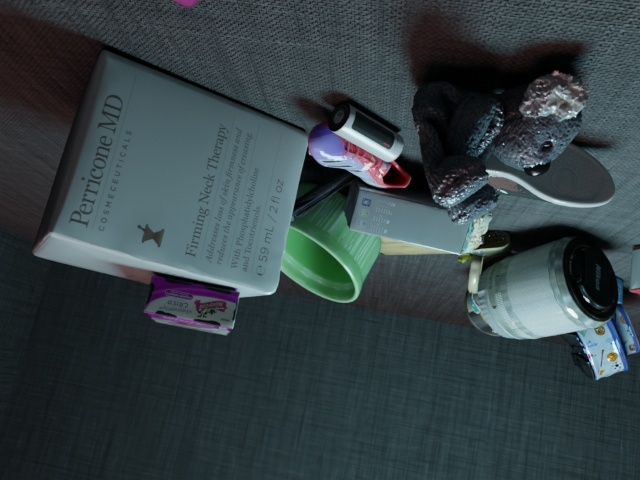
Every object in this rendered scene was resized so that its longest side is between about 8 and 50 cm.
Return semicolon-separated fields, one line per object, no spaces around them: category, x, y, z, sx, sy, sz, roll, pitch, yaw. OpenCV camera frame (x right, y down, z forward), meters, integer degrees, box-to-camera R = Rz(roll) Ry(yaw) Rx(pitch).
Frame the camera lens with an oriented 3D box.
camera lens;0.556;0.122;1.433;0.219;0.219;0.274;19;154;-27

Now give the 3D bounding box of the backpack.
backpack;0.833;0.288;1.773;0.213;0.276;0.263;-28;-173;20

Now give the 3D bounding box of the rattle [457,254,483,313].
rattle;0.391;0.105;1.645;0.143;0.130;0.199;0;129;3

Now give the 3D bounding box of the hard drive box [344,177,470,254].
hard drive box;0.175;-0.058;1.227;0.232;0.089;0.181;12;-166;-4

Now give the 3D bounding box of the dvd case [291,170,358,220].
dvd case;-0.016;-0.091;1.224;0.164;0.221;0.018;-13;109;60

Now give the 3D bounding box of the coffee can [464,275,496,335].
coffee can;0.563;0.171;1.736;0.202;0.201;0.275;11;166;1

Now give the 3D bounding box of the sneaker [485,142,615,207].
sneaker;0.340;-0.112;1.015;0.296;0.104;0.147;15;169;9

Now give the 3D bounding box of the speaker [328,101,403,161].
speaker;0.080;-0.185;1.012;0.136;0.055;0.055;23;162;-36

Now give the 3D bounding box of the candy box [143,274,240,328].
candy box;-0.244;0.131;1.126;0.159;0.071;0.233;12;167;-8

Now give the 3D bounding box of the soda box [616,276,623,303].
soda box;0.761;0.118;1.633;0.210;0.071;0.067;21;163;-35

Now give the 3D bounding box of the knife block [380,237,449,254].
knife block;0.195;-0.012;1.543;0.276;0.088;0.242;11;167;1

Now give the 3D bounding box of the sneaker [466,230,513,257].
sneaker;0.406;0.017;1.528;0.192;0.064;0.086;-2;156;33

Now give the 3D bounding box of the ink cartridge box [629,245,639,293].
ink cartridge box;0.880;0.085;1.316;0.273;0.114;0.197;16;164;-16

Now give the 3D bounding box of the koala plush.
koala plush;0.256;-0.156;0.821;0.221;0.203;0.196;-17;166;19

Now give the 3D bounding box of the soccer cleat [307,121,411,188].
soccer cleat;0.074;-0.152;1.077;0.095;0.083;0.248;18;178;39

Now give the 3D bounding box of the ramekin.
ramekin;0.000;0.000;1.430;0.303;0.148;0.303;30;155;15

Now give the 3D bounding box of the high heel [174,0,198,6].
high heel;-0.110;-0.318;0.591;0.117;0.082;0.244;21;154;3

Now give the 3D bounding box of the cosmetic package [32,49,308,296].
cosmetic package;-0.292;-0.088;1.129;0.394;0.329;0.327;18;165;-27

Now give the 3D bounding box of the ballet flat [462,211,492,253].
ballet flat;0.347;-0.044;1.333;0.077;0.091;0.241;-23;160;-1
